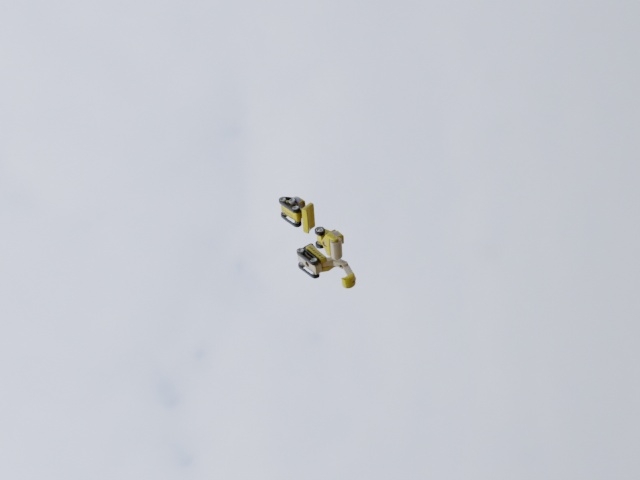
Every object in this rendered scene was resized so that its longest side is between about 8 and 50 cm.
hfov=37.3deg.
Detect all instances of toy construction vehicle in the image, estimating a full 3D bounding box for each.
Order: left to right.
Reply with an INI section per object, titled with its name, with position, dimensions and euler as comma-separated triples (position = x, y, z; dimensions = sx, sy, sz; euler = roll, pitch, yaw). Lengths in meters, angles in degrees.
[toy construction vehicle]
position = 0.000, 0.000, 1.027
dimensions = 0.035, 0.098, 0.085
euler = -29, -48, -28
